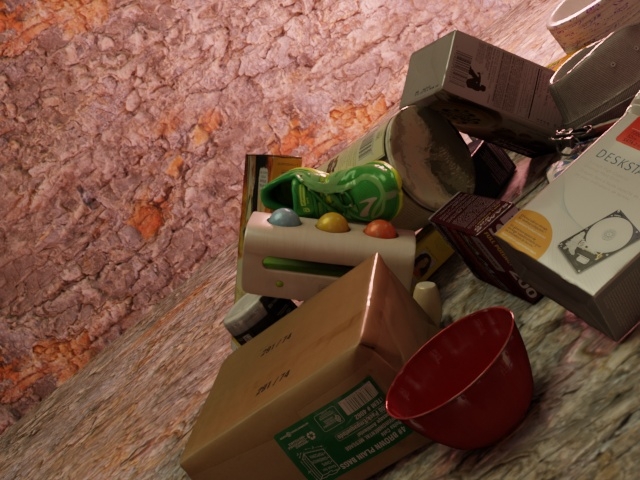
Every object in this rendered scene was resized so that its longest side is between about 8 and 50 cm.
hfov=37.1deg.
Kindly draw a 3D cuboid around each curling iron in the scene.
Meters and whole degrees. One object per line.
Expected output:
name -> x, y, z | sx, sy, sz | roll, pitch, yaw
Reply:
curling iron -> 0.478, -0.175, 1.423 | 0.274, 0.035, 0.068 | -14, 23, 18

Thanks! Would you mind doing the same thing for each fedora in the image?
fedora -> 0.486, -0.275, 1.573 | 0.275, 0.124, 0.244 | -32, 3, -4

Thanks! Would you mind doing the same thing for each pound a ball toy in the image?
pound a ball toy -> 0.036, 0.034, 1.520 | 0.319, 0.136, 0.208 | 7, 17, 3

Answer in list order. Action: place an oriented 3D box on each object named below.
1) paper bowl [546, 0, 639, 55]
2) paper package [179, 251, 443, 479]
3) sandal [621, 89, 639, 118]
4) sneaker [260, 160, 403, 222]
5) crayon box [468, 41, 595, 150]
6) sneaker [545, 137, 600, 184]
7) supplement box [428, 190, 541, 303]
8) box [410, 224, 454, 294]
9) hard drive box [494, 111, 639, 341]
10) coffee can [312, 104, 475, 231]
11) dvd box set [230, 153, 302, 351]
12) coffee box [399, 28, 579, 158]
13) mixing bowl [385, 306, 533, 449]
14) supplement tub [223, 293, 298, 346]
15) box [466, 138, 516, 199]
paper bowl -> 0.624, -0.479, 1.978 | 0.284, 0.148, 0.284 | -38, 12, 9
paper package -> -0.003, 0.214, 1.327 | 0.325, 0.168, 0.309 | -35, 14, 20
sandal -> 0.513, -0.178, 1.291 | 0.416, 0.169, 0.102 | -42, -29, -8
sneaker -> 0.017, -0.069, 1.607 | 0.295, 0.109, 0.123 | 0, 16, 44
crayon box -> 0.449, -0.285, 1.970 | 0.165, 0.081, 0.278 | -48, 14, -33
sneaker -> 0.404, -0.110, 1.459 | 0.081, 0.080, 0.211 | -34, 13, 35
supplement box -> 0.252, 0.005, 1.391 | 0.073, 0.130, 0.239 | -41, 11, -3
box -> 0.180, 0.028, 1.706 | 0.232, 0.058, 0.087 | -43, 11, -15
hard drive box -> 0.353, -0.022, 1.116 | 0.232, 0.089, 0.181 | -42, 36, -7
coffee can -> 0.115, -0.095, 1.738 | 0.275, 0.201, 0.201 | -30, 15, 47
dvd box set -> -0.113, 0.039, 1.893 | 0.307, 0.062, 0.420 | -157, 71, -75
coffee box -> 0.317, -0.257, 1.724 | 0.168, 0.297, 0.119 | -10, 64, 68
mixing bowl -> 0.173, 0.171, 1.089 | 0.181, 0.098, 0.181 | -38, 12, 10
supplement tub -> -0.065, 0.171, 1.622 | 0.117, 0.190, 0.117 | -38, 11, 9
box -> 0.270, -0.107, 1.846 | 0.156, 0.093, 0.158 | -27, 16, 49
